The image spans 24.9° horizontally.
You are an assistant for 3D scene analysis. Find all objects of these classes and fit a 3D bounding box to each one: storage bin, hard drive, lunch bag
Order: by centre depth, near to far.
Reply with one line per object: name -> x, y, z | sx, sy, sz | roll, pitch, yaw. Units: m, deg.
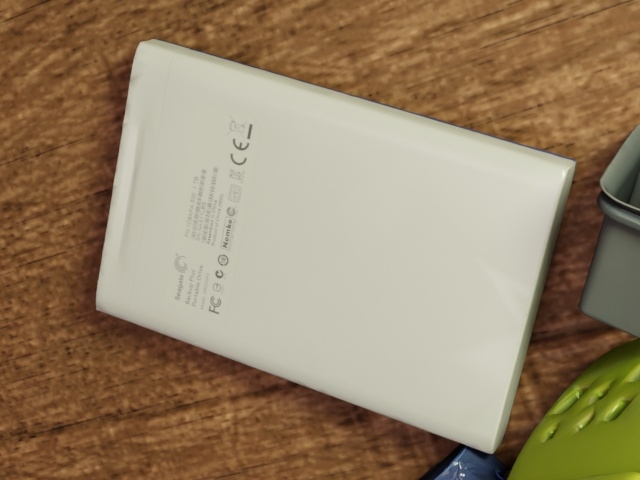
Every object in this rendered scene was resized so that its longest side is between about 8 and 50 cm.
storage bin -> 0.217, 0.000, 0.901 | 0.098, 0.135, 0.091 | 23, 122, 14
hard drive -> 0.000, 0.000, 1.022 | 0.319, 0.040, 0.210 | 18, 110, 18
lunch bag -> 0.099, 0.190, 1.024 | 0.065, 0.067, 0.098 | 48, 114, 3

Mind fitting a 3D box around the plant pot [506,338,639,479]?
plant pot -> 0.224, 0.190, 0.850 | 0.228, 0.207, 0.227 | 57, 151, -1
